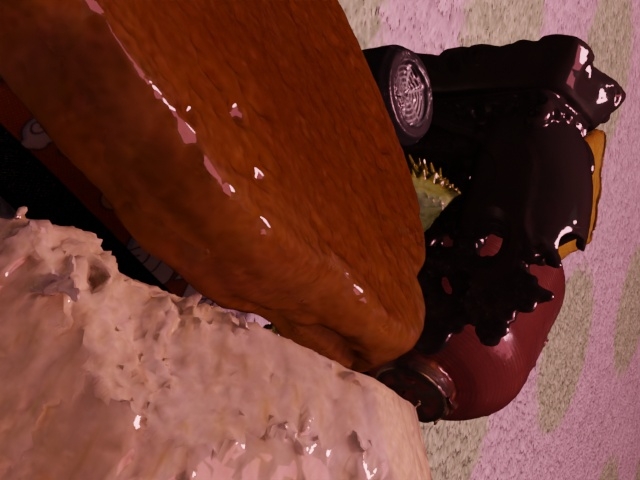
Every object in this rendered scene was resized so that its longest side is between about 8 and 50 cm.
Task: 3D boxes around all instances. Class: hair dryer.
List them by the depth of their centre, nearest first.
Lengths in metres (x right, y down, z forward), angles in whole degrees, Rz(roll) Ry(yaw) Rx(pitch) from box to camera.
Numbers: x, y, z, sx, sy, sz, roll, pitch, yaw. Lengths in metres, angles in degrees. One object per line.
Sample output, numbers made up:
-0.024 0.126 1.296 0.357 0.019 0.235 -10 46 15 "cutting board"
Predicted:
-0.010 -0.160 0.718 0.071 0.124 0.219 -45 121 -49 "hair dryer"

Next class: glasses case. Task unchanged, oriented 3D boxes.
-0.127 -0.041 0.537 0.067 0.103 0.267 -33 144 2 "glasses case"

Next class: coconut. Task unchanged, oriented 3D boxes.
-0.113 0.135 0.431 0.255 0.297 0.297 -64 149 -10 "coconut"

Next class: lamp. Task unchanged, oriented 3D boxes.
0.130 0.061 0.980 0.258 0.180 0.180 -52 141 -43 "lamp"

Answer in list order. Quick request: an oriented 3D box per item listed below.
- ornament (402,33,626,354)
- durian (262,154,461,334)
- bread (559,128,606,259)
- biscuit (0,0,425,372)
0.099 -0.026 0.810 0.106 0.251 0.261 40 63 -41 "ornament"
0.000 0.000 0.773 0.215 0.100 0.086 -39 162 22 "durian"
0.281 -0.048 1.295 0.233 0.088 0.161 -25 116 -53 "bread"
-0.058 -0.108 0.508 0.381 0.074 0.359 14 52 -62 "biscuit"
